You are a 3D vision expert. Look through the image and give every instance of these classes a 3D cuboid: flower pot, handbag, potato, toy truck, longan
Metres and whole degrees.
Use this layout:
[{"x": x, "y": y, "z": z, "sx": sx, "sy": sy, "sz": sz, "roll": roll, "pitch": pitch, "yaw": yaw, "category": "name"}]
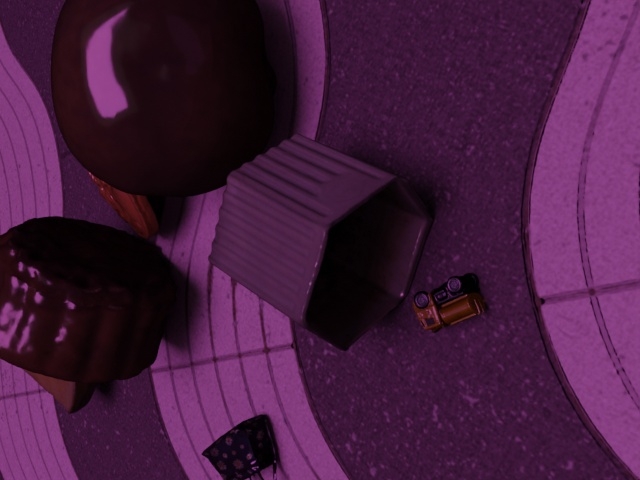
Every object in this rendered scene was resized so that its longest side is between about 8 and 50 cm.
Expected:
[{"x": 0.000, "y": 0.000, "z": 0.871, "sx": 0.190, "sy": 0.239, "sz": 0.209, "roll": 28, "pitch": 143, "yaw": 35, "category": "flower pot"}, {"x": -0.114, "y": 0.365, "z": 1.082, "sx": 0.115, "sy": 0.072, "sz": 0.139, "roll": -40, "pitch": 71, "yaw": 34, "category": "handbag"}, {"x": -0.536, "y": 0.243, "z": 1.421, "sx": 0.255, "sy": 0.112, "sz": 0.269, "roll": 52, "pitch": 126, "yaw": 22, "category": "potato"}, {"x": 0.158, "y": 0.079, "z": 0.844, "sx": 0.083, "sy": 0.049, "sz": 0.054, "roll": -30, "pitch": 74, "yaw": 37, "category": "toy truck"}, {"x": -0.225, "y": -0.244, "z": 1.001, "sx": 0.361, "sy": 0.361, "sz": 0.360, "roll": 2, "pitch": 94, "yaw": 41, "category": "longan"}]

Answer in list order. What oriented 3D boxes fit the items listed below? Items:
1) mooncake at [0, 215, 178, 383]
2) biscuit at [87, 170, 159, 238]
[{"x": -0.415, "y": 0.091, "z": 1.171, "sx": 0.324, "sy": 0.324, "sz": 0.187, "roll": 34, "pitch": 110, "yaw": 35, "category": "mooncake"}, {"x": -0.372, "y": -0.099, "z": 1.222, "sx": 0.289, "sy": 0.044, "sz": 0.201, "roll": 22, "pitch": 142, "yaw": 54, "category": "biscuit"}]
